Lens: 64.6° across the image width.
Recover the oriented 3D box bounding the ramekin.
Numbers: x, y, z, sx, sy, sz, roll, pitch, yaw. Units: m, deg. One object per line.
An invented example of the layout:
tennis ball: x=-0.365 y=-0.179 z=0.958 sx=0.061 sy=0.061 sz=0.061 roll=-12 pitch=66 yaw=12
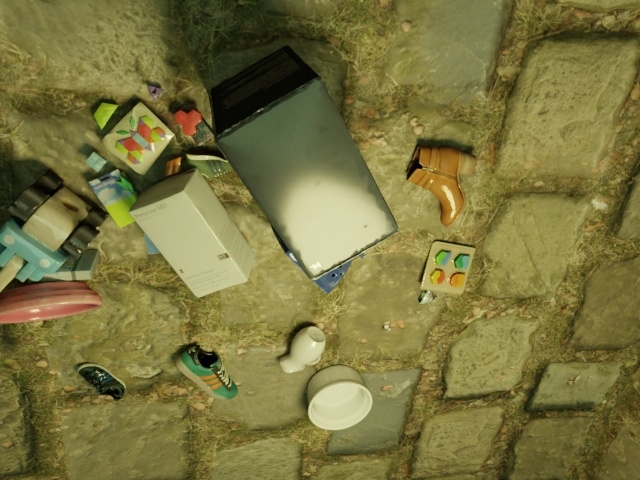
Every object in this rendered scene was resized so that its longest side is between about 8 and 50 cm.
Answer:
ramekin: x=0.073 y=0.670 z=2.183 sx=0.278 sy=0.135 sz=0.276 roll=-6 pitch=121 yaw=-9

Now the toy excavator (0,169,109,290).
toy excavator: x=-0.861 y=0.067 z=1.444 sx=0.222 sy=0.433 sz=0.445 roll=41 pitch=100 yaw=-22

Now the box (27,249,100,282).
box: x=-0.826 y=0.080 z=1.638 sx=0.187 sy=0.145 sz=0.038 roll=-3 pitch=118 yaw=-10

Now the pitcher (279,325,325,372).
pitcher: x=-0.046 y=0.442 z=2.046 sx=0.178 sy=0.125 sz=0.207 roll=5 pitch=131 yaw=-39

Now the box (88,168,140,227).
box: x=-0.638 y=-0.138 z=1.612 sx=0.109 sy=0.042 sz=0.178 roll=-24 pitch=121 yaw=1

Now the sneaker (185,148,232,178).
sneaker: x=-0.334 y=-0.236 z=1.615 sx=0.192 sy=0.064 sz=0.086 roll=5 pitch=123 yaw=-13

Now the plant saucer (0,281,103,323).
plant saucer: x=-0.887 y=0.197 z=1.636 sx=0.333 sy=0.332 sz=0.084 roll=-11 pitch=80 yaw=-6

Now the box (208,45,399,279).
box: x=-0.062 y=-0.234 z=1.434 sx=0.298 sy=0.471 sz=0.479 roll=-29 pitch=122 yaw=5

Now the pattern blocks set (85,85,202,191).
pattern blocks set: x=-0.538 y=-0.304 z=1.515 sx=0.286 sy=0.026 sz=0.324 roll=30 pitch=103 yaw=-14

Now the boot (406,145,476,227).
boot: x=0.406 y=-0.190 z=1.773 sx=0.221 sy=0.109 sz=0.283 roll=6 pitch=116 yaw=-17

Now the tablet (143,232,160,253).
tablet: x=-0.570 y=0.008 z=1.733 sx=0.054 sy=0.006 sz=0.083 roll=-8 pitch=120 yaw=-8

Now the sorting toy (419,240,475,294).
sorting toy: x=0.505 y=0.113 z=1.994 sx=0.193 sy=0.038 sz=0.208 roll=9 pitch=105 yaw=-18

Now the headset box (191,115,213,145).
headset box: x=-0.371 y=-0.337 z=1.563 sx=0.062 sy=0.032 sz=0.083 roll=-32 pitch=120 yaw=6

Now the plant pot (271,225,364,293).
plant pot: x=0.000 y=0.000 z=1.730 sx=0.212 sy=0.236 sz=0.236 roll=-40 pitch=120 yaw=4

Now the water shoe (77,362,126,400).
water shoe: x=-0.835 y=0.541 z=1.939 sx=0.073 sy=0.080 sz=0.203 roll=-44 pitch=119 yaw=13

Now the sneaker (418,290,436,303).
sneaker: x=0.448 y=0.220 z=2.066 sx=0.069 sy=0.038 sz=0.098 roll=10 pitch=124 yaw=-21

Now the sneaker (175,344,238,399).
sneaker: x=-0.421 y=0.524 z=2.005 sx=0.121 sy=0.108 sz=0.302 roll=-38 pitch=119 yaw=15

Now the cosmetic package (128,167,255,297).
cosmetic package: x=-0.403 y=-0.019 z=1.643 sx=0.218 sy=0.156 sz=0.384 roll=-20 pitch=124 yaw=19
